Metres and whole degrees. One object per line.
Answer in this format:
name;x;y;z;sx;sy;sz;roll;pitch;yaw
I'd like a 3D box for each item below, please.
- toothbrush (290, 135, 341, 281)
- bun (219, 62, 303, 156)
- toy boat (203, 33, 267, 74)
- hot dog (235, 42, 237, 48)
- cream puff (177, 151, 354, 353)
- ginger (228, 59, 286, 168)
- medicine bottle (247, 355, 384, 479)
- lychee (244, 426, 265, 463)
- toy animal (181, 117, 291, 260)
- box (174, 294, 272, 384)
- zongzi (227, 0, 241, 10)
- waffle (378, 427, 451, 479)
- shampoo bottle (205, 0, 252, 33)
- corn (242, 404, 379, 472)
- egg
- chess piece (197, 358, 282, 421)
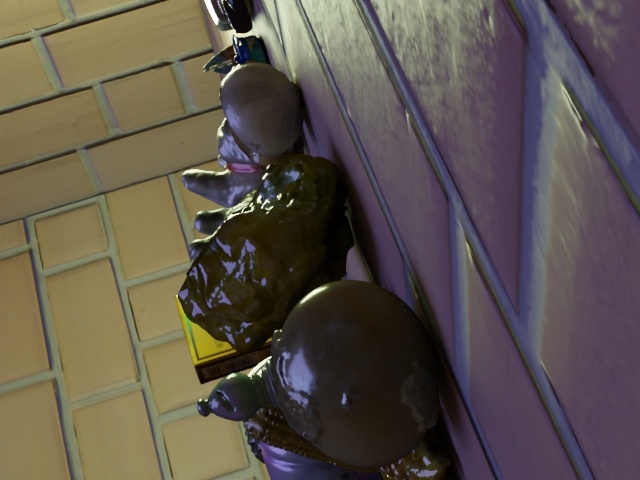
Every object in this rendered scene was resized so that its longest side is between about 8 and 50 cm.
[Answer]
toothbrush;-0.001;0.000;1.906;0.041;0.041;0.363;-117;11;-65
bun;-0.068;-0.194;1.693;0.138;0.094;0.138;37;-141;-38
toy boat;-0.153;-0.316;2.099;0.175;0.110;0.091;-114;8;-69
hot dog;-0.162;-0.369;2.518;0.049;0.037;0.122;59;-165;-56
cream puff;-0.042;0.026;1.495;0.185;0.282;0.282;40;175;0
ginger;-0.095;-0.196;1.892;0.216;0.102;0.157;-113;14;-58
medicine bottle;0.011;0.357;2.015;0.212;0.212;0.325;-118;11;-67
lychee;-0.025;0.342;2.355;0.274;0.255;0.255;10;123;49
toy animal;-0.119;-0.094;2.007;0.266;0.308;0.188;41;125;15
box;-0.143;0.168;2.587;0.084;0.302;0.192;79;172;-55
zongzi;-0.156;-0.455;1.270;0.323;0.160;0.360;76;175;-48
waffle;0.094;0.219;1.401;0.302;0.068;0.324;80;173;-57
shampoo bottle;-0.161;-0.415;2.057;0.284;0.071;0.153;-115;7;-70
corn;-0.003;0.285;1.811;0.097;0.262;0.097;20;-90;-84
egg;0.035;0.132;1.174;0.164;0.164;0.201;-115;4;-59
chess piece;-0.047;0.204;1.739;0.139;0.272;0.139;163;90;-84
